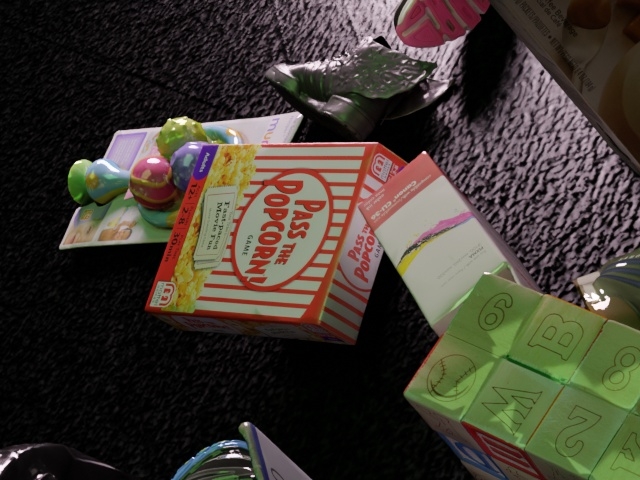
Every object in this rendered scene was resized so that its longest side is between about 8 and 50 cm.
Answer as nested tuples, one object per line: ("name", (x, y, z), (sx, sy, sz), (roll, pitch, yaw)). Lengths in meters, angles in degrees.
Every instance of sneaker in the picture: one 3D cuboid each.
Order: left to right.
("sneaker", (-0.106, 0.220, 1.389), (0.188, 0.067, 0.078), (-44, 28, -3))
("sneaker", (0.029, -0.134, 1.637), (0.089, 0.051, 0.170), (-49, 39, -6))
("sneaker", (0.107, -0.224, 1.636), (0.075, 0.063, 0.170), (10, 57, 50))
("sneaker", (0.208, 0.035, 1.208), (0.086, 0.064, 0.192), (-27, 6, 6))

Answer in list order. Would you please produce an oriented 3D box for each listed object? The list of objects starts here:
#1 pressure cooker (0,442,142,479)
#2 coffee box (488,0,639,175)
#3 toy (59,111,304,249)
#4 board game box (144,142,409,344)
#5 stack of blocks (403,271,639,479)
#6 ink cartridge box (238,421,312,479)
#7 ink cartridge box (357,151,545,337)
("pressure cooker", (-0.227, 0.366, 1.110), (0.420, 0.375, 0.370), (-34, 21, 16))
("coffee box", (0.203, -0.161, 1.303), (0.141, 0.246, 0.098), (-42, 34, 4))
("toy", (-0.137, -0.063, 1.728), (0.237, 0.056, 0.137), (-6, 51, 43))
("board game box", (-0.034, 0.000, 1.494), (0.193, 0.045, 0.146), (1, 67, 44))
("stack of blocks", (0.209, 0.138, 1.048), (0.297, 0.171, 0.087), (23, 72, 40))
("ink cartridge box", (0.063, 0.289, 0.907), (0.071, 0.330, 0.324), (-36, 35, 13))
("ink cartridge box", (0.108, 0.039, 1.310), (0.067, 0.115, 0.198), (-40, 34, 6))
